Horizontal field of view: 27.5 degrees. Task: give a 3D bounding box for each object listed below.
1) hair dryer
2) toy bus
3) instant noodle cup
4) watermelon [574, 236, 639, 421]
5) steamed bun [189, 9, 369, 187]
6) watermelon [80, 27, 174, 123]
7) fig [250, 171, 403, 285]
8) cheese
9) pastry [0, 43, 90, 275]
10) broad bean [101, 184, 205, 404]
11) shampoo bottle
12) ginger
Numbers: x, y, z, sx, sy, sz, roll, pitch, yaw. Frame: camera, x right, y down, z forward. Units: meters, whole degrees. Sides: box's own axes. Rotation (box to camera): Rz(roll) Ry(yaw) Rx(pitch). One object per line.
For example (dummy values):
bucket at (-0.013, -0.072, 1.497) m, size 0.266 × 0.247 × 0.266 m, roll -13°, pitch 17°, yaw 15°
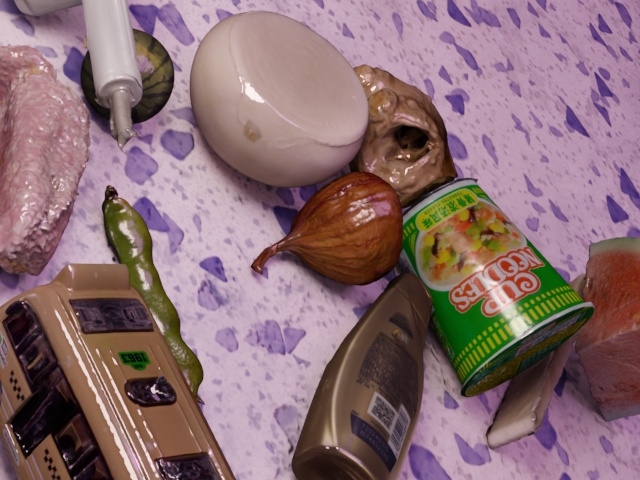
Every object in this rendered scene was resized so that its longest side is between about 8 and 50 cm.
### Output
hair dryer at (-0.236, -0.223, 1.371) m, size 0.107 × 0.173 × 0.357 m, roll 71°, pitch 3°, yaw -51°
toy bus at (-0.184, 0.164, 1.122) m, size 0.139 × 0.157 × 0.289 m, roll 4°, pitch 48°, yaw -48°
instant noodle cup at (0.203, 0.054, 1.694) m, size 0.207 × 0.207 × 0.232 m, roll -8°, pitch 58°, yaw -52°
watermelon at (0.447, 0.119, 1.802) m, size 0.176 × 0.260 × 0.256 m, roll -22°, pitch 91°, yaw -49°
steamed bun at (-0.062, -0.159, 1.586) m, size 0.232 × 0.145 × 0.231 m, roll 25°, pitch 42°, yaw -25°
watermelon at (-0.216, -0.190, 1.472) m, size 0.105 × 0.105 × 0.133 m, roll 39°, pitch 21°, yaw -20°
fig at (0.000, 0.000, 1.574) m, size 0.201 × 0.146 × 0.133 m, roll -19°, pitch 44°, yaw -15°
cheese at (0.313, 0.157, 1.805) m, size 0.034 × 0.085 × 0.400 m, roll 50°, pitch 34°, yaw -9°
pastry at (-0.287, -0.078, 1.291) m, size 0.112 × 0.103 × 0.265 m, roll 28°, pitch 43°, yaw -43°
broad bean at (-0.175, 0.059, 1.345) m, size 0.052 × 0.053 × 0.256 m, roll -16°, pitch 68°, yaw -14°
shampoo bottle at (0.065, 0.164, 1.507) m, size 0.125 × 0.084 × 0.350 m, roll 46°, pitch 34°, yaw -15°
ginger at (0.097, -0.142, 1.739) m, size 0.276 × 0.130 × 0.221 m, roll 34°, pitch 36°, yaw -75°
